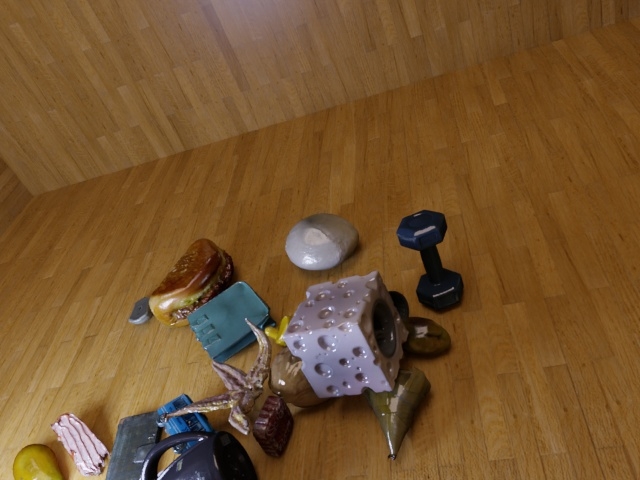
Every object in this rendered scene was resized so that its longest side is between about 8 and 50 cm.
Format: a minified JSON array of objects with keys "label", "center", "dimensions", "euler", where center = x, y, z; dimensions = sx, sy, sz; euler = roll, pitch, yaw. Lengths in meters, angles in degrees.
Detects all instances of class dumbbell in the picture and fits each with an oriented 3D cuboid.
[{"label":"dumbbell","center":[0.352,0.064,1.779],"dimensions":[0.143,0.316,0.156],"euler":[-36,32,-23]}]

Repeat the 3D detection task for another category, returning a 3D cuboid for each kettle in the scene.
[{"label":"kettle","center":[-0.352,0.653,1.521],"dimensions":[0.290,0.207,0.268],"euler":[-32,72,7]}]

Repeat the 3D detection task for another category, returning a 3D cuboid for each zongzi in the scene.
[{"label":"zongzi","center":[0.165,0.470,1.574],"dimensions":[0.228,0.115,0.256],"euler":[1,55,41]}]

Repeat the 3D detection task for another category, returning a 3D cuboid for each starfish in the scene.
[{"label":"starfish","center":[-0.272,0.430,1.691],"dimensions":[0.384,0.132,0.398],"euler":[-14,36,31]}]

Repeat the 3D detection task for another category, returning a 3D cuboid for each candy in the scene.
[{"label":"candy","center":[0.000,0.000,2.176],"dimensions":[0.295,0.185,0.295],"euler":[-16,31,10]}]

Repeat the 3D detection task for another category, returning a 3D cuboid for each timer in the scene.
[{"label":"timer","center":[-0.127,0.308,1.923],"dimensions":[0.107,0.109,0.107],"euler":[-58,16,27]}]

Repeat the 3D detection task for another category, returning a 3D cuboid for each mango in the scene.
[{"label":"mango","center":[-0.925,0.753,1.836],"dimensions":[0.227,0.099,0.136],"euler":[23,49,35]}]

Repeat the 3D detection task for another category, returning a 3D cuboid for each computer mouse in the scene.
[{"label":"computer mouse","center":[-0.739,0.296,2.331],"dimensions":[0.089,0.056,0.182],"euler":[-17,30,2]}]

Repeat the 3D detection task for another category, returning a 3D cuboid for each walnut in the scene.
[{"label":"walnut","center":[-0.060,0.389,1.720],"dimensions":[0.204,0.141,0.238],"euler":[-7,33,-23]}]

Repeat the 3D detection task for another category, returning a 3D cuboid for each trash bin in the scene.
[{"label":"trash bin","center":[0.170,0.230,1.820],"dimensions":[0.175,0.175,0.161],"euler":[-41,29,-21]}]

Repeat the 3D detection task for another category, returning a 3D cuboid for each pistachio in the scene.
[{"label":"pistachio","center":[0.297,0.294,1.705],"dimensions":[0.189,0.100,0.110],"euler":[8,43,35]}]

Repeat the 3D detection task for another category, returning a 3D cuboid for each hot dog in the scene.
[{"label":"hot dog","center":[-0.482,0.166,2.235],"dimensions":[0.223,0.185,0.405],"euler":[0,42,33]}]

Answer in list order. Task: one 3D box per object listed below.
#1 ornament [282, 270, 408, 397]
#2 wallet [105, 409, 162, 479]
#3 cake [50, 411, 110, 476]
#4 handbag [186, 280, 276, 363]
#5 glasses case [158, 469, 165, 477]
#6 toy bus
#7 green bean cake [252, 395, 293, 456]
[{"label":"ornament","center":[0.080,0.266,1.585],"dimensions":[0.239,0.239,0.240],"euler":[-14,26,28]},{"label":"wallet","center":[-0.592,0.689,1.765],"dimensions":[0.169,0.044,0.317],"euler":[-16,38,9]},{"label":"cake","center":[-0.801,0.672,1.858],"dimensions":[0.287,0.135,0.098],"euler":[24,43,35]},{"label":"handbag","center":[-0.325,0.303,2.059],"dimensions":[0.274,0.100,0.269],"euler":[-37,42,-15]},{"label":"glasses case","center":[-0.465,0.754,1.606],"dimensions":[0.076,0.049,0.197],"euler":[-9,39,20]},{"label":"toy bus","center":[-0.401,0.590,1.722],"dimensions":[0.134,0.113,0.246],"euler":[-33,35,-22]},{"label":"green bean cake","center":[-0.131,0.535,1.617],"dimensions":[0.056,0.136,0.135],"euler":[-1,41,28]}]
